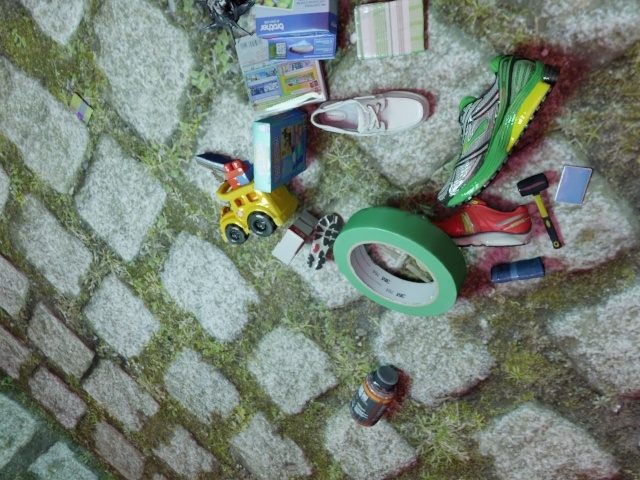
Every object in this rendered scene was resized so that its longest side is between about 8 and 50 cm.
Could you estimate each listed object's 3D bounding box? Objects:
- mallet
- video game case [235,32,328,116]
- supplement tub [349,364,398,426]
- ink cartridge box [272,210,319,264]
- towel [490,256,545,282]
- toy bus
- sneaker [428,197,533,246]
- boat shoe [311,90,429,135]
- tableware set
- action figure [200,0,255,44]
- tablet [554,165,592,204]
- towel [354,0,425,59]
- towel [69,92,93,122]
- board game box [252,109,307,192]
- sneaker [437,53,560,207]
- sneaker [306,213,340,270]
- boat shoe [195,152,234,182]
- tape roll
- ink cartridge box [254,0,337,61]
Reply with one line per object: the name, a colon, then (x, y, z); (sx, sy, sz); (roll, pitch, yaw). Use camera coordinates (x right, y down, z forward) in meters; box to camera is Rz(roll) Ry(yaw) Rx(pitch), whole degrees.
mallet: (0.500, -0.060, 0.978); (0.062, 0.039, 0.190); (-13, 111, 28)
video game case: (-0.098, -0.426, 1.068); (0.212, 0.023, 0.193); (-5, 111, 24)
supplement tub: (0.169, 0.477, 1.323); (0.106, 0.106, 0.198); (28, 121, 9)
ink cartridge box: (-0.065, -0.010, 1.181); (0.056, 0.135, 0.099); (36, 122, 1)
towel: (0.472, 0.072, 1.028); (0.119, 0.067, 0.029); (-12, 110, 27)
toy bus: (-0.205, -0.117, 1.159); (0.220, 0.149, 0.211); (-17, 120, 30)
sneaker: (0.350, -0.043, 1.017); (0.279, 0.107, 0.118); (0, 86, 13)
boat shoe: (0.110, -0.287, 1.000); (0.277, 0.096, 0.098); (0, 113, 23)
tableware set: (0.247, 0.006, 1.111); (0.194, 0.039, 0.128); (36, 108, -2)
action figure: (-0.257, -0.601, 0.987); (0.164, 0.141, 0.276); (-18, 101, 27)
tablet: (0.554, -0.121, 0.940); (0.054, 0.006, 0.083); (12, 118, 18)
towel: (0.154, -0.466, 0.946); (0.152, 0.023, 0.113); (2, 116, 20)
towel: (-0.761, -0.422, 1.361); (0.083, 0.009, 0.060); (43, 121, -1)
board game box: (-0.094, -0.225, 1.049); (0.047, 0.210, 0.160); (12, 116, 18)
sneaker: (0.349, -0.225, 0.924); (0.146, 0.134, 0.343); (32, 113, 15)
sneaker: (0.000, 0.000, 1.202); (0.068, 0.071, 0.170); (22, 106, -11)
boat shoe: (-0.278, -0.198, 1.225); (0.183, 0.066, 0.066); (20, 121, 14)
tape roll: (0.188, 0.059, 1.055); (0.321, 0.077, 0.321); (24, 147, 16)
ink cartridge box: (-0.056, -0.566, 0.947); (0.185, 0.065, 0.311); (7, 111, 21)
